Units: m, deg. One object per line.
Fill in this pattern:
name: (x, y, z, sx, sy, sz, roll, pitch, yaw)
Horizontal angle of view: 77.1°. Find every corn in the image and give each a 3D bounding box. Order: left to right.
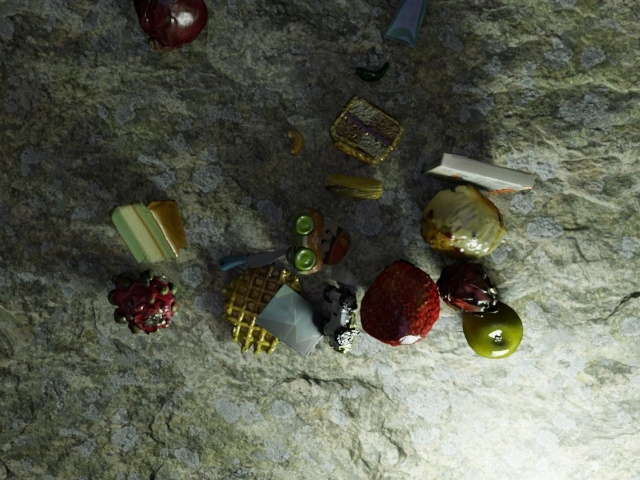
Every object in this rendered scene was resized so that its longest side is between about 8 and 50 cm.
corn: (0.111, -0.183, 1.360, 0.203, 0.072, 0.072, 9, 95, 3)

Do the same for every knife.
knife: (-0.239, 0.071, 1.410, 0.244, 0.032, 0.058, -8, 57, 2)

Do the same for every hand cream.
hand cream: (0.311, -0.800, 1.305, 0.111, 0.070, 0.312, 18, 99, -1)

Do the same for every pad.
pad: (-0.086, 0.278, 1.379, 0.243, 0.004, 0.164, 41, 84, -21)

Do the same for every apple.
apple: (0.570, 0.294, 1.330, 0.196, 0.157, 0.196, 2, 99, 10)

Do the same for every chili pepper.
chili pepper: (0.175, -0.561, 1.345, 0.118, 0.035, 0.055, -7, 111, 7)

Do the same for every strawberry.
strawberry: (0.260, 0.214, 1.275, 0.238, 0.288, 0.250, 18, 115, -8)

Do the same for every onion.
onion: (-0.485, -0.763, 1.280, 0.221, 0.281, 0.281, -14, 95, -39)

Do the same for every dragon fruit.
dragon fruit: (-0.618, 0.206, 1.365, 0.272, 0.198, 0.218, 7, 103, 3)
dragon fruit: (0.468, 0.150, 1.290, 0.188, 0.182, 0.182, -17, 94, 46)

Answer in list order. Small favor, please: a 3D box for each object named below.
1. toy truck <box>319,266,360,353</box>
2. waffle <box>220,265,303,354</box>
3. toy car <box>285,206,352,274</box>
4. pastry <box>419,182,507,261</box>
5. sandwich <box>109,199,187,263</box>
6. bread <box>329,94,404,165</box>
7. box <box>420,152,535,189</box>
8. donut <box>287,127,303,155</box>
toy truck: (0.077, 0.236, 1.367, 0.111, 0.136, 0.286, 6, 93, -32)
waffle: (-0.201, 0.245, 1.413, 0.307, 0.060, 0.312, -15, 93, 6)
toy car: (0.000, 0.000, 1.360, 0.235, 0.145, 0.235, -1, 93, -17)
pastry: (0.453, -0.033, 1.274, 0.256, 0.170, 0.237, 32, 114, -24)
sandwich: (-0.560, -0.025, 1.326, 0.155, 0.227, 0.198, -12, 93, 4)
bread: (0.149, -0.356, 1.331, 0.222, 0.096, 0.181, 31, 95, -2)
box: (0.466, -0.201, 1.238, 0.265, 0.273, 0.048, 13, 95, 1)
donut: (-0.094, -0.338, 1.374, 0.067, 0.038, 0.083, 27, 93, -2)
